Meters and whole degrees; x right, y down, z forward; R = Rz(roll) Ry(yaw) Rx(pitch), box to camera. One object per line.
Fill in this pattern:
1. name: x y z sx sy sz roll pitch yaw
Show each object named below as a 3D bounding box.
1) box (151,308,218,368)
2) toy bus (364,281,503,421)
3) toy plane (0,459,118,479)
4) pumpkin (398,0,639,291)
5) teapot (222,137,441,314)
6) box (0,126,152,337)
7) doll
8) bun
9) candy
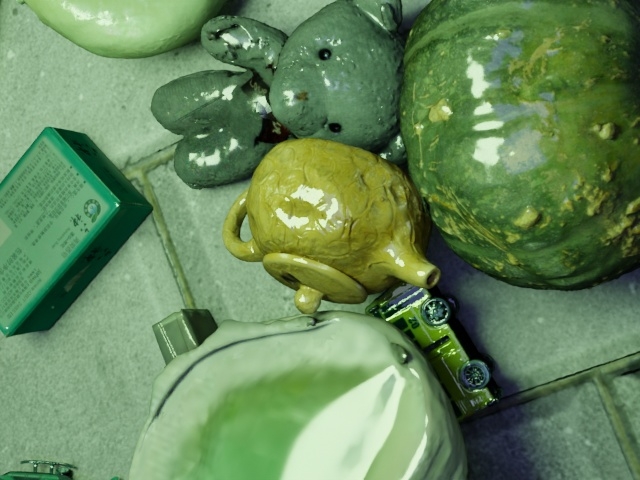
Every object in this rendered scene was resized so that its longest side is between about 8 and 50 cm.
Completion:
1. box: -0.165 0.123 1.104 0.060 0.085 0.063 -29 77 17
2. toy bus: 0.128 0.122 1.006 0.101 0.088 0.175 -33 81 14
3. toy plane: -0.343 0.339 1.161 0.235 0.096 0.060 6 96 0
4. pumpkin: 0.221 -0.113 0.869 0.257 0.291 0.327 -15 72 38
5. teapot: 0.000 0.000 0.948 0.311 0.203 0.167 8 69 40
6. box: -0.361 -0.010 1.159 0.245 0.092 0.153 -46 77 12
7. doll: -0.049 -0.149 1.021 0.340 0.158 0.246 -13 108 15
8. bun: -0.235 -0.349 1.079 0.283 0.179 0.283 0 85 -2
9. candy: -0.042 0.271 0.970 0.427 0.186 0.386 0 74 35
